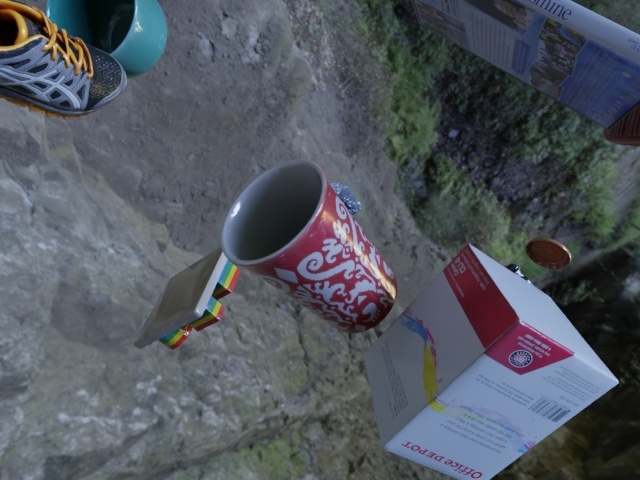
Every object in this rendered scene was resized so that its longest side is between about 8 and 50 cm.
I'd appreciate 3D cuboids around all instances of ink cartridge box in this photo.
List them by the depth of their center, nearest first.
[{"bbox_3d":[0.148,0.123,0.455,0.128,0.127,0.176,31,113,-19],"label":"ink cartridge box"}]

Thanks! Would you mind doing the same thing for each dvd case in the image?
[{"bbox_3d":[0.190,-0.198,0.449,0.022,0.253,0.180,-56,164,12],"label":"dvd case"}]

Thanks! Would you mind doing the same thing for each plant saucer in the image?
[{"bbox_3d":[0.445,0.024,0.907,0.013,0.084,0.083,-52,159,-25],"label":"plant saucer"}]

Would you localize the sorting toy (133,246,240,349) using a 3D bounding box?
[{"bbox_3d":[-0.347,0.168,1.260,0.256,0.257,0.089,-29,119,29],"label":"sorting toy"}]

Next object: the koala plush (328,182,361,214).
[{"bbox_3d":[0.004,0.017,0.931,0.196,0.221,0.203,-41,162,24],"label":"koala plush"}]

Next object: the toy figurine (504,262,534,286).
[{"bbox_3d":[0.255,0.155,0.746,0.213,0.148,0.210,-27,173,-38],"label":"toy figurine"}]

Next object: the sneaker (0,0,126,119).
[{"bbox_3d":[-0.260,-0.168,0.419,0.083,0.084,0.215,-24,178,28],"label":"sneaker"}]

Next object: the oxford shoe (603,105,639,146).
[{"bbox_3d":[0.572,-0.172,0.631,0.130,0.348,0.122,23,84,-21],"label":"oxford shoe"}]

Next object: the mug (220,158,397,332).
[{"bbox_3d":[0.007,0.002,0.467,0.169,0.113,0.150,45,56,-41],"label":"mug"}]

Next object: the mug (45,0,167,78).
[{"bbox_3d":[-0.281,-0.274,0.616,0.158,0.129,0.097,-41,174,11],"label":"mug"}]
